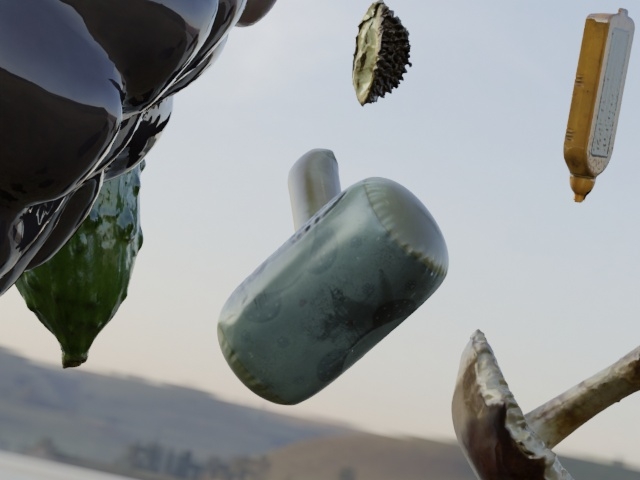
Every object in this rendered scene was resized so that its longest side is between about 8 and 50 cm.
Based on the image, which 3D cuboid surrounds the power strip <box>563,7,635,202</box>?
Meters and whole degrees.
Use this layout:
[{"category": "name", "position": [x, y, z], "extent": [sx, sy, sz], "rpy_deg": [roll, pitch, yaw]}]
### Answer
[{"category": "power strip", "position": [0.247, -0.121, 1.659], "extent": [0.028, 0.178, 0.049], "rpy_deg": [13, 6, 37]}]

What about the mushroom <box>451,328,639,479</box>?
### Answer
[{"category": "mushroom", "position": [0.274, 0.180, 1.827], "extent": [0.302, 0.208, 0.233], "rpy_deg": [-10, -34, 27]}]

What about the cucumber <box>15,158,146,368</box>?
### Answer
[{"category": "cucumber", "position": [-0.193, -0.025, 1.396], "extent": [0.134, 0.244, 0.134], "rpy_deg": [-5, 2, 0]}]

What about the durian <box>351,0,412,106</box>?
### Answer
[{"category": "durian", "position": [0.074, -0.220, 2.190], "extent": [0.052, 0.130, 0.066], "rpy_deg": [3, 13, -34]}]

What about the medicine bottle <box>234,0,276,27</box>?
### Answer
[{"category": "medicine bottle", "position": [-0.215, -0.334, 1.639], "extent": [0.388, 0.219, 0.219], "rpy_deg": [13, -8, -19]}]

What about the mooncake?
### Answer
[{"category": "mooncake", "position": [-0.167, -0.095, 1.040], "extent": [0.154, 0.306, 0.306], "rpy_deg": [41, -10, -1]}]

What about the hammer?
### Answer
[{"category": "hammer", "position": [0.000, 0.000, 1.544], "extent": [0.113, 0.202, 0.305], "rpy_deg": [46, 13, -22]}]
